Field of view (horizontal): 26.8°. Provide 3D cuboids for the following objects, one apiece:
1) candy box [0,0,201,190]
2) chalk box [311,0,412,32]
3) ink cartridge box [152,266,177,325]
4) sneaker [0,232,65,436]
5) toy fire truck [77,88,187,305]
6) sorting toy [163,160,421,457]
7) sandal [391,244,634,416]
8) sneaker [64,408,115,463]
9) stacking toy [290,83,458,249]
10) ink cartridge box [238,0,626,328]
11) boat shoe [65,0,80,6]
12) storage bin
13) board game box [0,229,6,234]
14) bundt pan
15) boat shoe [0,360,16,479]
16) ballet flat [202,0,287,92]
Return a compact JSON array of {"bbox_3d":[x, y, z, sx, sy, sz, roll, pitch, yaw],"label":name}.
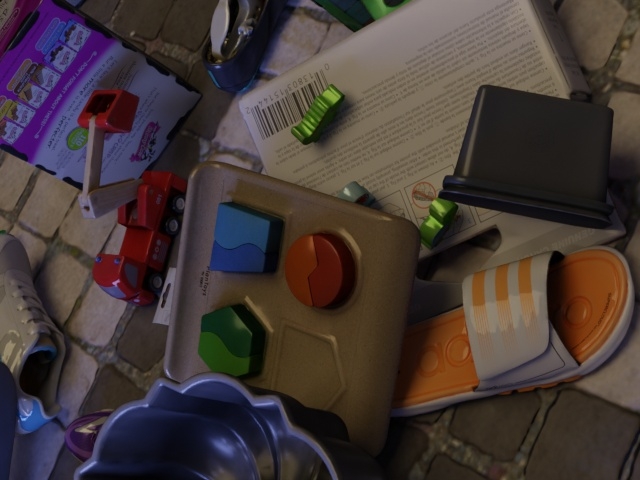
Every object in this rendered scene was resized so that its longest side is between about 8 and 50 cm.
[{"bbox_3d":[-0.257,-0.149,1.390,0.159,0.233,0.071,-53,48,5],"label":"candy box"},{"bbox_3d":[0.040,-0.291,1.287,0.132,0.132,0.213,-40,51,19],"label":"chalk box"},{"bbox_3d":[-0.109,0.063,1.315,0.115,0.029,0.063,6,75,41],"label":"ink cartridge box"},{"bbox_3d":[-0.320,0.097,1.438,0.092,0.087,0.229,-18,67,24],"label":"sneaker"},{"bbox_3d":[-0.201,-0.042,1.363,0.047,0.135,0.192,4,73,40],"label":"toy fire truck"},{"bbox_3d":[-0.042,0.104,1.156,0.229,0.041,0.307,17,105,31],"label":"sorting toy"},{"bbox_3d":[0.126,0.079,1.087,0.265,0.076,0.102,-26,57,28],"label":"sandal"},{"bbox_3d":[-0.191,0.197,1.290,0.169,0.071,0.068,10,76,41],"label":"sneaker"},{"bbox_3d":[0.000,0.000,1.180,0.167,0.052,0.221,43,112,20],"label":"stacking toy"},{"bbox_3d":[0.098,-0.071,1.187,0.296,0.066,0.261,-25,82,28],"label":"ink cartridge box"},{"bbox_3d":[-0.390,-0.298,1.661,0.335,0.121,0.119,-34,44,8],"label":"boat shoe"},{"bbox_3d":[0.168,-0.066,1.059,0.135,0.098,0.091,12,87,4],"label":"storage bin"},{"bbox_3d":[-0.466,0.077,1.554,0.259,0.039,0.124,-28,25,29],"label":"board game box"},{"bbox_3d":[-0.057,0.268,1.083,0.330,0.124,0.331,-3,85,38],"label":"bundt pan"},{"bbox_3d":[-0.411,0.291,1.331,0.156,0.136,0.367,4,87,22],"label":"boat shoe"},{"bbox_3d":[-0.070,-0.254,1.401,0.074,0.074,0.203,16,80,42],"label":"ballet flat"}]
